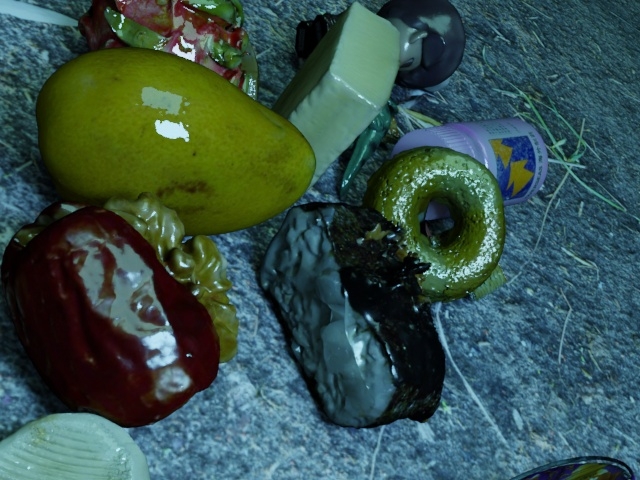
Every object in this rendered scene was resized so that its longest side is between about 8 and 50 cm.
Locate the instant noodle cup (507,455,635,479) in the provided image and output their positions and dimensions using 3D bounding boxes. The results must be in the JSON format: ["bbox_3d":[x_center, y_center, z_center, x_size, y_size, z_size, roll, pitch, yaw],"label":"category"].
[{"bbox_3d":[0.291,0.463,0.952,0.340,0.340,0.266,-27,85,-46],"label":"instant noodle cup"}]

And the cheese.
[{"bbox_3d":[0.006,-0.224,1.314,0.124,0.265,0.242,34,43,-12],"label":"cheese"}]

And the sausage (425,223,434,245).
[{"bbox_3d":[0.154,-0.027,1.414,0.062,0.062,0.154,-7,62,-40],"label":"sausage"}]

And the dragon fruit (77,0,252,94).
[{"bbox_3d":[-0.242,-0.308,1.233,0.303,0.231,0.237,41,53,15],"label":"dragon fruit"}]

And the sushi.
[{"bbox_3d":[0.067,0.093,1.136,0.207,0.234,0.348,-3,63,-39],"label":"sushi"}]

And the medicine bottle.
[{"bbox_3d":[0.285,-0.139,1.515,0.291,0.178,0.178,-12,64,-43],"label":"medicine bottle"}]

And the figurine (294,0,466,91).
[{"bbox_3d":[0.139,-0.387,1.603,0.365,0.218,0.206,-24,90,-34],"label":"figurine"}]

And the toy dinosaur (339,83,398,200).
[{"bbox_3d":[0.073,-0.219,1.444,0.120,0.079,0.292,43,53,-25],"label":"toy dinosaur"}]

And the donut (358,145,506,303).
[{"bbox_3d":[0.193,-0.028,1.304,0.272,0.107,0.272,0,90,-9],"label":"donut"}]

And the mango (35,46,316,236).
[{"bbox_3d":[-0.194,-0.121,1.081,0.378,0.264,0.221,11,49,-19],"label":"mango"}]

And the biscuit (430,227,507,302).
[{"bbox_3d":[0.275,0.038,1.443,0.203,0.016,0.144,-19,82,-56],"label":"biscuit"}]

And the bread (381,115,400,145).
[{"bbox_3d":[0.078,-0.247,1.545,0.136,0.054,0.154,-3,59,-31],"label":"bread"}]

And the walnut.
[{"bbox_3d":[-0.227,0.067,0.916,0.269,0.244,0.222,58,-4,-12],"label":"walnut"}]

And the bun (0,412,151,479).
[{"bbox_3d":[-0.267,0.271,0.827,0.183,0.102,0.183,4,65,-8],"label":"bun"}]

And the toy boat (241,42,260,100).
[{"bbox_3d":[-0.145,-0.303,1.413,0.064,0.072,0.206,1,44,-17],"label":"toy boat"}]
